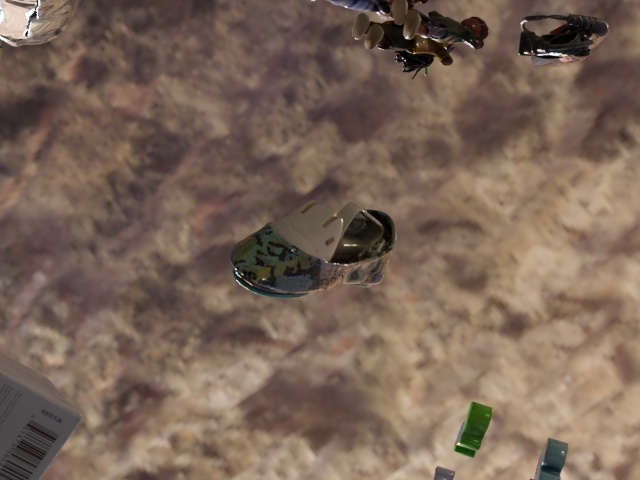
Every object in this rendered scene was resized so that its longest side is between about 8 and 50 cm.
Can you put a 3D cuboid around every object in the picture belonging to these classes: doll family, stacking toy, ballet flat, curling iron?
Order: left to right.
[{"bbox_3d":[0.000,0.000,1.077,0.070,0.070,0.188,-42,-14,21],"label":"ballet flat"},{"bbox_3d":[0.066,-0.197,1.309,0.111,0.193,0.076,0,-52,-42],"label":"doll family"},{"bbox_3d":[0.181,0.201,1.239,0.221,0.167,0.052,101,-174,-59],"label":"stacking toy"},{"bbox_3d":[0.196,-0.166,1.273,0.068,0.035,0.274,3,4,5],"label":"curling iron"}]

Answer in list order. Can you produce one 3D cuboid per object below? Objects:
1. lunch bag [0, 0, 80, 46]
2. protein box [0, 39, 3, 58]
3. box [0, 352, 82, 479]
[{"bbox_3d":[-0.211,-0.268,0.917,0.169,0.287,0.235,-16,-2,-17],"label":"lunch bag"},{"bbox_3d":[-0.398,-0.203,1.247,0.200,0.201,0.136,-2,-76,-61],"label":"protein box"},{"bbox_3d":[-0.269,0.145,1.216,0.102,0.087,0.101,36,-93,-33],"label":"box"}]
